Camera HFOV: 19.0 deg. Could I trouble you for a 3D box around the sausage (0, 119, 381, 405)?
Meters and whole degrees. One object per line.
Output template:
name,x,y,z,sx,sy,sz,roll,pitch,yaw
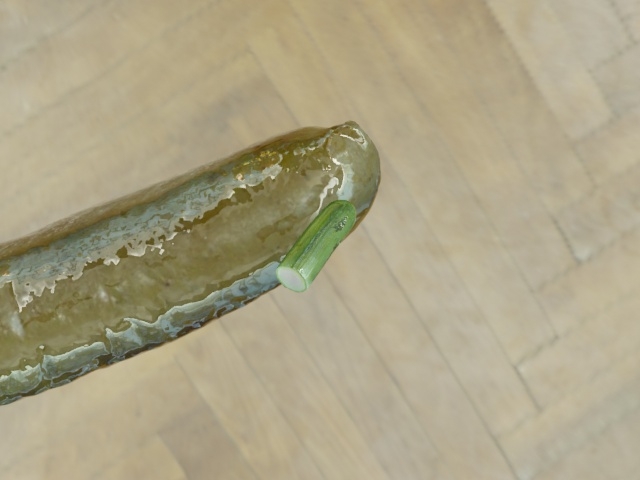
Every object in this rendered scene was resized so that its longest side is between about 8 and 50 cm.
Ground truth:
sausage,-0.185,0.036,1.459,0.500,0.123,0.136,-19,127,-3

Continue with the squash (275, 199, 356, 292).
squash,0.000,0.000,1.368,0.027,0.027,0.083,46,54,-14
